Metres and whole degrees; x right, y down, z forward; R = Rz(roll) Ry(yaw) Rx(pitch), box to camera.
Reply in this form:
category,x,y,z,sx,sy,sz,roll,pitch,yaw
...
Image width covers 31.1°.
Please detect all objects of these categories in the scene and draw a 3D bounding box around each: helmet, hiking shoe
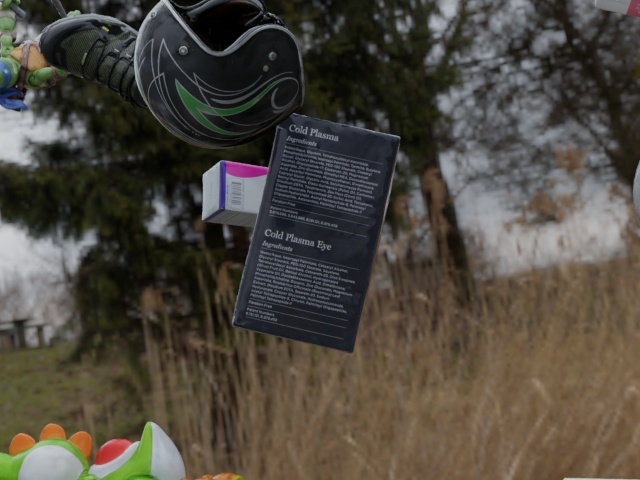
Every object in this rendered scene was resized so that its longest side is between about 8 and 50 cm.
category,x,y,z,sx,sy,sz,roll,pitch,yaw
helmet,-0.111,-0.178,1.199,0.161,0.169,0.169,-17,-4,-13
hiking shoe,-0.240,-0.220,1.455,0.227,0.086,0.114,11,24,-24

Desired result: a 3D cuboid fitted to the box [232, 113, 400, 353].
category,x,y,z,sx,sy,sz,roll,pitch,yaw
box,0.000,0.000,1.742,0.179,0.312,0.343,12,-4,3

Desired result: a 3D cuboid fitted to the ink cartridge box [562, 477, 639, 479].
category,x,y,z,sx,sy,sz,roll,pitch,yaw
ink cartridge box,0.538,0.605,2.040,0.119,0.353,0.207,-28,10,-38

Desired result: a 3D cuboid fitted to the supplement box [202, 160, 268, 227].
category,x,y,z,sx,sy,sz,roll,pitch,yaw
supplement box,-0.137,-0.093,2.505,0.220,0.111,0.114,8,-17,-26

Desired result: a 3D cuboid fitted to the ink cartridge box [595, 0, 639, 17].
category,x,y,z,sx,sy,sz,roll,pitch,yaw
ink cartridge box,0.607,-0.561,2.112,0.117,0.283,0.207,-15,24,-20

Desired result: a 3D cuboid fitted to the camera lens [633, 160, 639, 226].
category,x,y,z,sx,sy,sz,roll,pitch,yaw
camera lens,0.507,-0.064,1.388,0.219,0.219,0.274,-9,-3,5

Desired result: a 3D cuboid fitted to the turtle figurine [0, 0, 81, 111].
category,x,y,z,sx,sy,sz,roll,pitch,yaw
turtle figurine,-0.465,-0.370,2.007,0.198,0.274,0.266,2,15,25

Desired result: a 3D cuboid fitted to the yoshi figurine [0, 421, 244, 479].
category,x,y,z,sx,sy,sz,roll,pitch,yaw
yoshi figurine,-0.292,0.370,1.498,0.362,0.203,0.203,4,34,16
